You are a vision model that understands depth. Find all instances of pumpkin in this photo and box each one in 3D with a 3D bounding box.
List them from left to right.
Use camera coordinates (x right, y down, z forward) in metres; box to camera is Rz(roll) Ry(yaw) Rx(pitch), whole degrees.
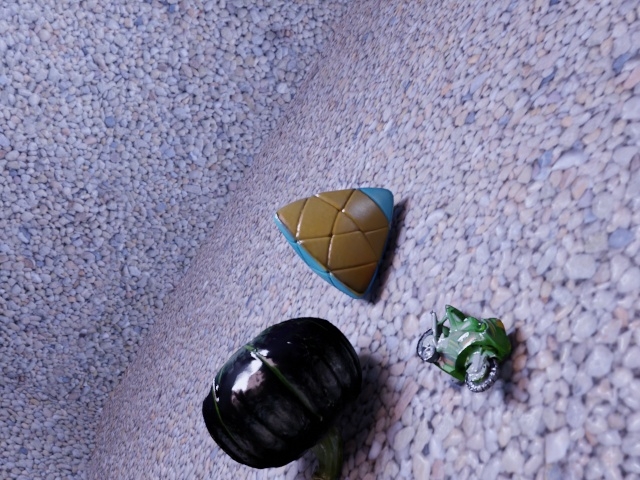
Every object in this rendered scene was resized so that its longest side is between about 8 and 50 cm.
[{"bbox_3d":[-0.041,0.279,1.137,0.296,0.296,0.295,-48,25,32],"label":"pumpkin"}]

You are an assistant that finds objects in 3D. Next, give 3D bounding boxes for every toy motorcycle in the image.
[{"bbox_3d":[0.203,0.146,0.925,0.106,0.074,0.190,-54,20,-5],"label":"toy motorcycle"}]

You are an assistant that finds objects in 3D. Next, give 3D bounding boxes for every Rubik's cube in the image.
[{"bbox_3d":[0.000,0.000,1.361,0.254,0.254,0.254,-48,25,32],"label":"Rubik's cube"}]
